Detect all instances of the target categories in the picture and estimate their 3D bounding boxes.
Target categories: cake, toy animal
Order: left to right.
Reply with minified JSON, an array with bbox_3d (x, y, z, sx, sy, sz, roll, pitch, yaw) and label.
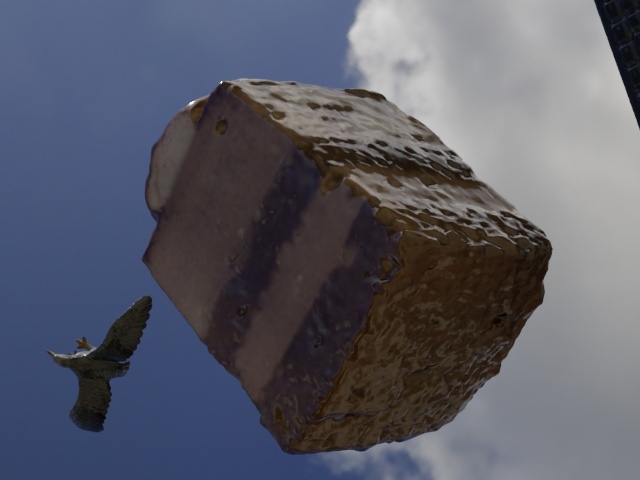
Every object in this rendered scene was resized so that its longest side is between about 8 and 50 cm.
[{"bbox_3d":[-0.122,0.064,0.595,0.050,0.028,0.084,17,-79,-23],"label":"toy animal"},{"bbox_3d":[0.000,0.000,0.860,0.198,0.196,0.293,-2,-143,-46],"label":"cake"}]

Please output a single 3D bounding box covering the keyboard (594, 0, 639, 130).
[{"bbox_3d":[0.146,-0.105,0.482,0.010,0.063,0.198,-7,-104,-41],"label":"keyboard"}]
